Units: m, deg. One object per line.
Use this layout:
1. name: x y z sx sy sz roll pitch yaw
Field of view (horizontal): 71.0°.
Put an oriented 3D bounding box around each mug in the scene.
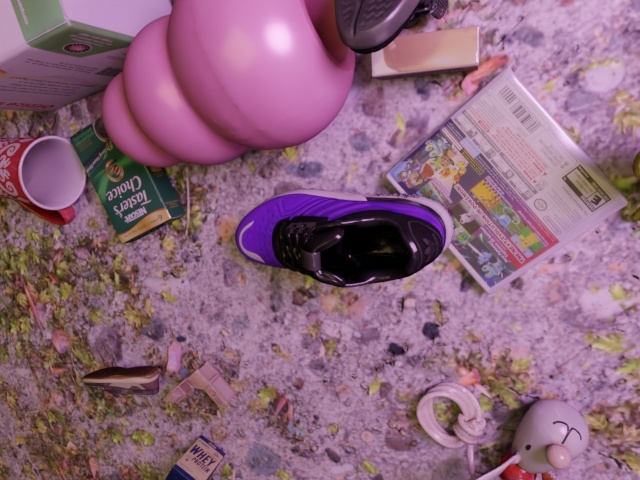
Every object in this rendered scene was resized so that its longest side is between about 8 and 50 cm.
1. mug: -0.484 -0.096 0.721 0.170 0.113 0.150 8 104 21

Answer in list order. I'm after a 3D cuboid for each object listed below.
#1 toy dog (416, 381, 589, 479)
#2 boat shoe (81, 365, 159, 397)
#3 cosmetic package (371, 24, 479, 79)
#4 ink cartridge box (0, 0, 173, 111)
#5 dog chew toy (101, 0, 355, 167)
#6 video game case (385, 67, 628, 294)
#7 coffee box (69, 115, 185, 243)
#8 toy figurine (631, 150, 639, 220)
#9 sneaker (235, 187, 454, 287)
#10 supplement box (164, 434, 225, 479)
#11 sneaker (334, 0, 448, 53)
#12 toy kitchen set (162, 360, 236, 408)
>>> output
1. toy dog: 0.218 0.366 0.565 0.221 0.161 0.332 4 105 18
2. boat shoe: -0.353 0.253 0.792 0.153 0.056 0.049 -6 96 20
3. cosmetic package: 0.119 -0.209 0.507 0.115 0.060 0.041 0 105 18
4. ink cartridge box: -0.357 -0.264 0.581 0.279 0.201 0.116 -11 99 22
5. dog chew toy: -0.130 -0.183 0.532 0.332 0.207 0.206 -16 98 30
6. video game case: 0.210 -0.063 0.534 0.183 0.023 0.201 -41 89 23
7. coffee box: -0.296 -0.098 0.690 0.113 0.040 0.184 -21 96 23
8. toy figurine: 0.474 -0.151 0.387 0.363 0.191 0.216 -2 73 27
9. sneaker: 0.000 -0.001 0.543 0.294 0.146 0.102 -2 109 25
10. supplement box: -0.220 0.400 0.767 0.056 0.083 0.083 35 112 8
11. sneaker: 0.082 -0.243 0.449 0.087 0.227 0.130 0 148 24
12. toy kitchen set: -0.203 0.260 0.734 0.075 0.068 0.083 47 114 3
